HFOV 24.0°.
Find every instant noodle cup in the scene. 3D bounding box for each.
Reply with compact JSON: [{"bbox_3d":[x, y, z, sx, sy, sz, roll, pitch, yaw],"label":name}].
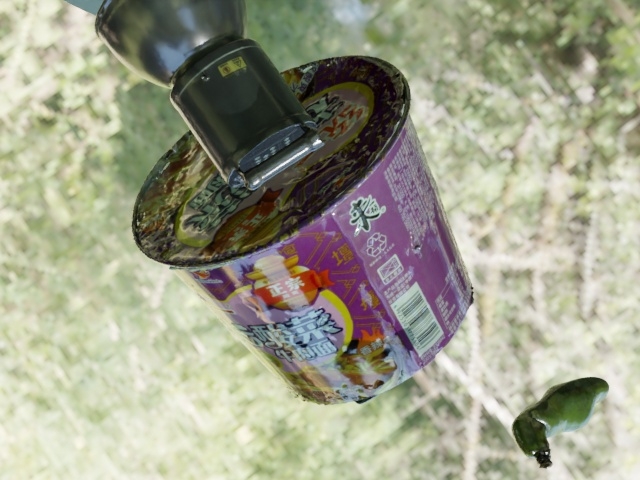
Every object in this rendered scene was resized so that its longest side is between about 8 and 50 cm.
[{"bbox_3d":[0.000,0.000,1.644,0.339,0.266,0.340,-22,-146,16],"label":"instant noodle cup"}]

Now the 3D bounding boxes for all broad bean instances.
[{"bbox_3d":[0.250,0.188,1.601,0.195,0.061,0.046,-34,151,-56],"label":"broad bean"}]

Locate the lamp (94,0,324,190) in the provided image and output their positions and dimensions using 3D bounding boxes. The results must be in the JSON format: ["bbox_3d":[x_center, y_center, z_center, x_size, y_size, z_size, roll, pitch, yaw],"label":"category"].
[{"bbox_3d":[-0.086,-0.138,1.376,0.147,0.227,0.172,-32,168,-6],"label":"lamp"}]

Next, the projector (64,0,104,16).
[{"bbox_3d":[-0.223,-0.387,1.807,0.198,0.250,0.108,23,158,-31],"label":"projector"}]
